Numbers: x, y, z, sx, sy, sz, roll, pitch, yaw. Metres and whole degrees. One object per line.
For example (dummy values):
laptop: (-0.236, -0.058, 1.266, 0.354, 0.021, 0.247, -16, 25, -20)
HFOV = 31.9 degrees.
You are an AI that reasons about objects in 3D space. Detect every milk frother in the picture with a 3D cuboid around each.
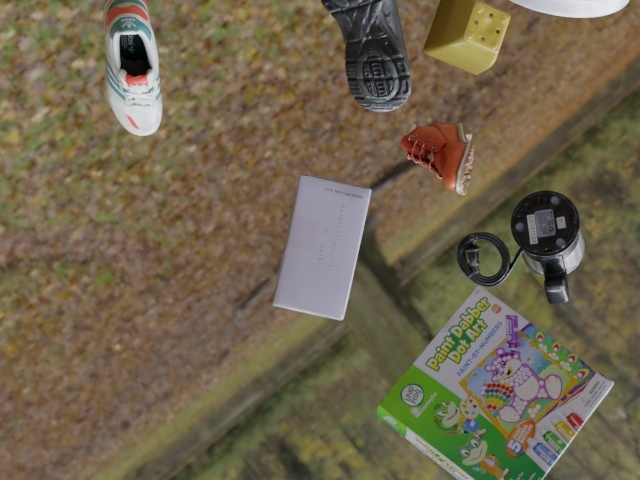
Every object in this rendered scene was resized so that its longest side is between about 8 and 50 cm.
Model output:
milk frother: (0.257, 0.010, 1.426, 0.135, 0.143, 0.129, 42, 59, -69)

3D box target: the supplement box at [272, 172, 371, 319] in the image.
supplement box: (0.000, 0.000, 1.151, 0.239, 0.073, 0.130, -93, -164, -88)

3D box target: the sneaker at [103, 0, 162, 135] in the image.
sneaker: (-0.189, -0.162, 1.123, 0.057, 0.075, 0.161, -5, 130, -8)

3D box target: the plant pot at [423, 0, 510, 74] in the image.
plant pot: (0.188, -0.257, 1.374, 0.081, 0.081, 0.083, -71, -163, -1)

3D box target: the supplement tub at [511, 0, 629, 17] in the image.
supplement tub: (0.265, -0.383, 1.117, 0.191, 0.191, 0.272, -34, 145, -40)

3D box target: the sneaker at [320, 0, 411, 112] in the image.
sneaker: (0.060, -0.327, 1.562, 0.109, 0.286, 0.130, -7, -157, 10)

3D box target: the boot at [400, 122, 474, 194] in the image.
boot: (0.135, -0.097, 1.300, 0.158, 0.084, 0.059, -86, -176, -68)

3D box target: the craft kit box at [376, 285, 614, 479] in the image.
craft kit box: (0.252, 0.229, 1.623, 0.250, 0.246, 0.061, -48, 161, -21)
